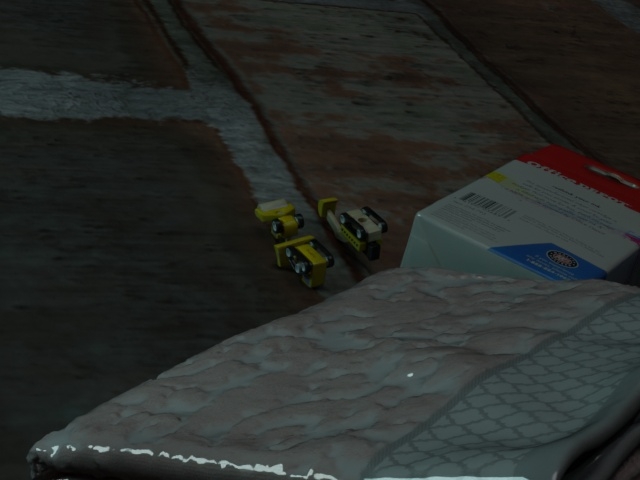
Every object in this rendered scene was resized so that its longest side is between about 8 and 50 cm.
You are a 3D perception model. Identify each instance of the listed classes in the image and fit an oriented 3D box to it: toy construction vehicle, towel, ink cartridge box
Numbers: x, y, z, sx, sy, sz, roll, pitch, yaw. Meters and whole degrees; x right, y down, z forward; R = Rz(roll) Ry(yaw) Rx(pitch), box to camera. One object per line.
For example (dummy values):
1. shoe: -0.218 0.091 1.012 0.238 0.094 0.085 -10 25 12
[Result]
1. toy construction vehicle: 0.000 0.000 0.983 0.086 0.035 0.098 -17 35 -26
2. towel: 0.065 0.075 0.707 0.317 0.053 0.332 -2 13 39
3. ink cartridge box: 0.173 0.006 0.989 0.134 0.078 0.231 27 30 25
